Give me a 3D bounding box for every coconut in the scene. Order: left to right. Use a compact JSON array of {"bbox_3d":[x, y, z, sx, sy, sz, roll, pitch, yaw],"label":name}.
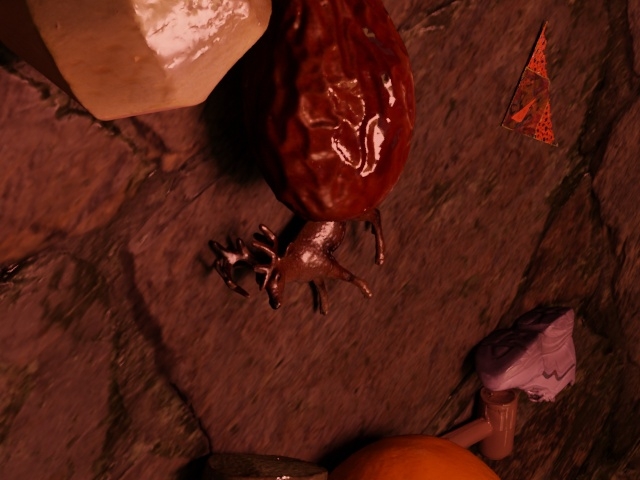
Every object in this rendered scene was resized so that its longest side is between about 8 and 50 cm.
[{"bbox_3d":[-0.180,-0.236,1.209,0.259,0.259,0.259,-26,127,-41],"label":"coconut"}]

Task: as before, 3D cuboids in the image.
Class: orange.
[{"bbox_3d":[0.128,0.419,1.848,0.312,0.312,0.312,-26,127,-41],"label":"orange"}]

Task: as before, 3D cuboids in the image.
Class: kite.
[{"bbox_3d":[0.303,-0.199,1.978,0.125,0.008,0.222,-40,135,-31],"label":"kite"}]

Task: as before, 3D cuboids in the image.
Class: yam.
[{"bbox_3d":[-0.092,0.386,1.677,0.161,0.161,0.268,-2,108,-50],"label":"yam"}]

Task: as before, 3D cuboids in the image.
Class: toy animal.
[{"bbox_3d":[-0.016,-0.001,1.652,0.260,0.087,0.243,47,58,-49],"label":"toy animal"}]

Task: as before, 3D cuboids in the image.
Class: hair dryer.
[{"bbox_3d":[0.234,0.307,2.121,0.181,0.064,0.117,-19,124,-35],"label":"hair dryer"}]

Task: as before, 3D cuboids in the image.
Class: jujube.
[{"bbox_3d":[0.003,-0.166,1.492,0.197,0.197,0.290,-15,104,-46],"label":"jujube"}]

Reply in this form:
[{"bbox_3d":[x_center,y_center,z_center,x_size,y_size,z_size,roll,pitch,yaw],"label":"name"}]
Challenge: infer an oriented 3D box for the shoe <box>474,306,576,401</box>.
[{"bbox_3d":[0.330,0.202,2.120,0.245,0.095,0.138,-28,107,-47],"label":"shoe"}]
